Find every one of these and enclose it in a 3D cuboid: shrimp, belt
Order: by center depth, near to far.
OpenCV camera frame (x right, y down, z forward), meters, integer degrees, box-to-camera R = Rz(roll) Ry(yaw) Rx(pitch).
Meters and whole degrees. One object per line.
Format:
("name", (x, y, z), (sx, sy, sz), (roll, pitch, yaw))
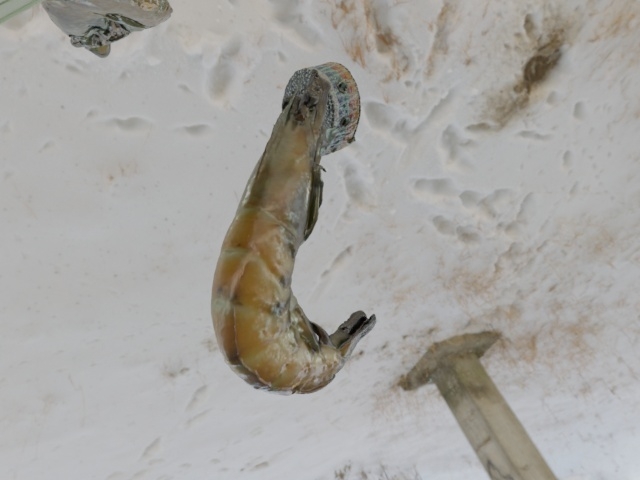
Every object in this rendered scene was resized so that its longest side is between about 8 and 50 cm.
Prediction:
("shrimp", (0.000, 0.000, 0.395), (0.051, 0.261, 0.198), (-3, 156, 33))
("shrimp", (-0.424, -0.444, 0.894), (0.221, 0.446, 0.109), (-1, 101, -30))
("belt", (0.001, -0.353, 1.271), (0.150, 0.207, 0.257), (-28, 147, -37))

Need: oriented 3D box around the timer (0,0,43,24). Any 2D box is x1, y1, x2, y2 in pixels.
("timer", (-0.245, -0.256, 0.191), (0.291, 0.290, 0.315), (-28, 124, 1))
